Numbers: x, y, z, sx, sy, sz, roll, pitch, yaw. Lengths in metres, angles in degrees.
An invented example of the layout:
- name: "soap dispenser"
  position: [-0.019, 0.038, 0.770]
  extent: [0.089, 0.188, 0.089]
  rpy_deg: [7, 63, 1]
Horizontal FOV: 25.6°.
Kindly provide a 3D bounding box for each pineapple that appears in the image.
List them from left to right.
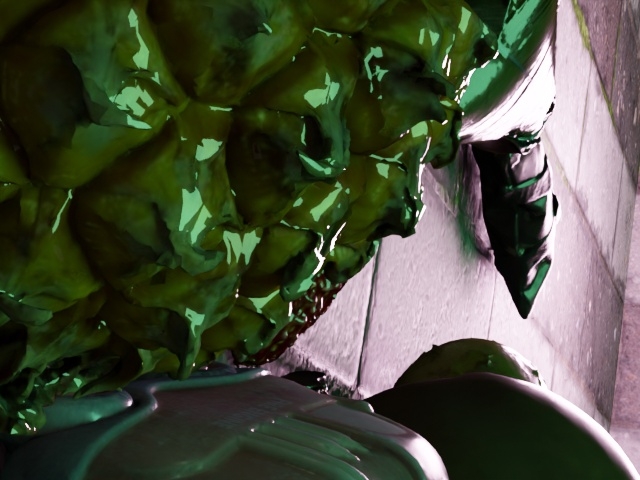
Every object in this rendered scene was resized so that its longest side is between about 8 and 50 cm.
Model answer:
- name: "pineapple"
  position: [-0.069, -0.013, 0.529]
  extent: [0.344, 0.209, 0.286]
  rpy_deg: [31, 77, -38]

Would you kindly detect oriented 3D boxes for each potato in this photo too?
- name: "potato"
  position: [0.141, 0.214, 1.329]
  extent: [0.307, 0.173, 0.210]
  rpy_deg: [66, 30, -57]

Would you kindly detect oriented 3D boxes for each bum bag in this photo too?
- name: "bum bag"
  position: [0.231, -0.052, 1.645]
  extent: [0.144, 0.095, 0.340]
  rpy_deg: [-87, 169, -45]

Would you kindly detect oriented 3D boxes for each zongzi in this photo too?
- name: "zongzi"
  position: [0.115, -0.113, 1.281]
  extent: [0.300, 0.138, 0.286]
  rpy_deg: [-60, 159, -24]

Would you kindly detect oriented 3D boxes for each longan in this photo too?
- name: "longan"
  position: [0.100, 0.255, 1.037]
  extent: [0.319, 0.319, 0.318]
  rpy_deg: [4, 90, -71]

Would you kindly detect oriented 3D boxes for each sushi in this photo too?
- name: "sushi"
  position: [-0.014, 0.127, 1.063]
  extent: [0.083, 0.044, 0.046]
  rpy_deg: [-11, 103, -68]

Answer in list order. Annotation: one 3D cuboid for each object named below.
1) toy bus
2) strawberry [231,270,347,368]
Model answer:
- name: "toy bus"
  position: [-0.034, 0.173, 0.736]
  extent: [0.294, 0.232, 0.197]
  rpy_deg: [1, 93, -70]
- name: "strawberry"
  position: [0.006, -0.001, 1.027]
  extent: [0.167, 0.087, 0.208]
  rpy_deg: [31, 66, -70]
